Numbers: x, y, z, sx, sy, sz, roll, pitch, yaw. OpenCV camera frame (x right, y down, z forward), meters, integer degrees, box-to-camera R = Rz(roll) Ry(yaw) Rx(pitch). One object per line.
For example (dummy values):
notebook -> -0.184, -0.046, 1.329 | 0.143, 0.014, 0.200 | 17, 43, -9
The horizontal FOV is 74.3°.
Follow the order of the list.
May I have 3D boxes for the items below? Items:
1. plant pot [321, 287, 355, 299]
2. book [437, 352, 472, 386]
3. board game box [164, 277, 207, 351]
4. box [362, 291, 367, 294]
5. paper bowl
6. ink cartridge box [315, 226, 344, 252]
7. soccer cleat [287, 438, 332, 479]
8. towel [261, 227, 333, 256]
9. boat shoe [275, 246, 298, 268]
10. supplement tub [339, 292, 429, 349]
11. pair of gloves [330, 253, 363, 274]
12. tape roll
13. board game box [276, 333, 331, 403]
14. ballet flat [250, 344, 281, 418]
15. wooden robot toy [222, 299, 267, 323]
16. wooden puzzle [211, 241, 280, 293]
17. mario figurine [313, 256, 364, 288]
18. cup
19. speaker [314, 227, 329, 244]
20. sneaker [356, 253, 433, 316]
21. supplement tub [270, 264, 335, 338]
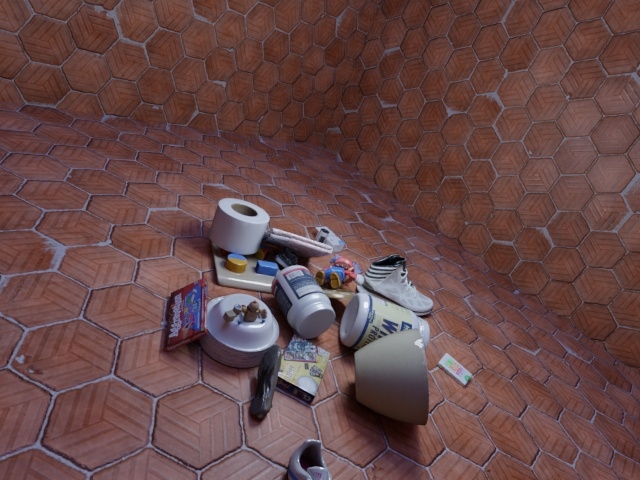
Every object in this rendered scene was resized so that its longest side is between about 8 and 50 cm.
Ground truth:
plant pot -> 0.056, 0.241, 1.941 | 0.236, 0.033, 0.236 | 7, -3, 0
book -> 0.613, 0.595, 1.938 | 0.144, 0.035, 0.096 | 39, 32, 22
board game box -> -0.467, 0.251, 1.483 | 0.281, 0.145, 0.027 | -112, 176, -55
box -> 0.226, 0.304, 2.082 | 0.083, 0.067, 0.018 | 36, 27, 21
paper bowl -> -0.287, 0.304, 1.521 | 0.284, 0.148, 0.284 | 20, 27, -11
ink cartridge box -> 0.045, -0.006, 2.508 | 0.104, 0.060, 0.180 | -5, 40, -47
soccer cleat -> -0.019, 0.672, 1.074 | 0.115, 0.143, 0.331 | 14, 28, -23
towel -> -0.137, 0.022, 2.087 | 0.316, 0.054, 0.332 | 18, -10, -18
boat shoe -> -0.128, 0.110, 2.033 | 0.183, 0.083, 0.065 | 43, 11, -30
supplement tub -> 0.268, 0.377, 1.787 | 0.324, 0.236, 0.235 | 21, 26, -9
pair of gloves -> 0.151, 0.140, 2.375 | 0.198, 0.023, 0.159 | 23, 26, -4
tape roll -> -0.377, -0.069, 1.958 | 0.246, 0.169, 0.246 | 19, 22, -8
board game box -> -0.067, 0.461, 1.544 | 0.165, 0.042, 0.243 | 28, 26, 3
ballet flat -> -0.167, 0.459, 1.379 | 0.058, 0.084, 0.250 | 43, 36, -28
wooden robot toy -> -0.243, 0.229, 1.437 | 0.173, 0.079, 0.076 | 5, 33, -37
wooden puzzle -> -0.330, 0.092, 1.954 | 0.321, 0.081, 0.348 | 13, 29, -26
mario figurine -> 0.087, 0.196, 2.090 | 0.198, 0.170, 0.320 | 43, 19, 13
cup -> 0.242, 0.487, 1.523 | 0.236, 0.331, 0.331 | -1, 27, 3
speaker -> 0.000, 0.000, 2.366 | 0.055, 0.136, 0.055 | 21, 26, -11
sneaker -> 0.437, 0.230, 2.195 | 0.447, 0.258, 0.169 | 18, 26, -16
supplement tub -> -0.075, 0.252, 1.759 | 0.191, 0.191, 0.272 | 5, 33, -37
